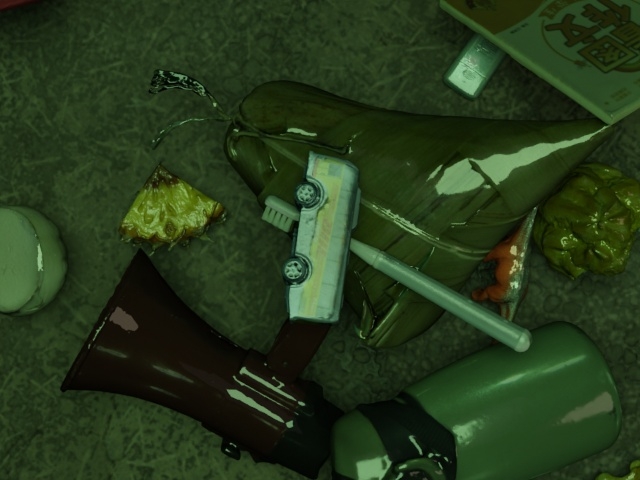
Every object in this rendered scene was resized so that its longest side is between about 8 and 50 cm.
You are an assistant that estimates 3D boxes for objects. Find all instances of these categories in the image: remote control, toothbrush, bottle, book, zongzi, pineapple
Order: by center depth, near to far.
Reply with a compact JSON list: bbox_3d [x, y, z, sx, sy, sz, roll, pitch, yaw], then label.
[{"bbox_3d":[0.084,0.037,1.680,0.342,0.025,0.030,27,113,10],"label":"toothbrush"},{"bbox_3d":[0.169,0.222,1.735,0.347,0.168,0.168,-20,87,-16],"label":"bottle"},{"bbox_3d":[0.065,-0.142,1.756,0.447,0.181,0.418,47,111,4],"label":"zongzi"},{"bbox_3d":[0.312,-0.257,1.760,0.208,0.020,0.295,-30,51,-23],"label":"book"},{"bbox_3d":[-0.187,-0.041,1.850,0.137,0.069,0.116,-10,81,-9],"label":"pineapple"},{"bbox_3d":[0.207,-0.238,1.871,0.053,0.018,0.124,34,88,1],"label":"remote control"}]

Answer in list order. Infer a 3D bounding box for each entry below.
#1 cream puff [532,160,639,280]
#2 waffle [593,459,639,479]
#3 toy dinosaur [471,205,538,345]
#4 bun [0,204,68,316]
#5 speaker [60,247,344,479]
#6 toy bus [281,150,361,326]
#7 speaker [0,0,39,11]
[{"bbox_3d":[0.329,-0.029,1.800,0.156,0.156,0.121,-40,107,-1],"label":"cream puff"},{"bbox_3d":[0.427,0.410,1.813,0.282,0.058,0.300,28,87,2],"label":"waffle"},{"bbox_3d":[0.229,0.017,1.814,0.055,0.101,0.279,0,96,-32],"label":"toy dinosaur"},{"bbox_3d":[-0.358,0.023,1.833,0.138,0.094,0.138,3,95,35],"label":"bun"},{"bbox_3d":[-0.110,0.126,1.781,0.330,0.198,0.259,23,99,-6],"label":"speaker"},{"bbox_3d":[0.000,0.000,1.650,0.075,0.064,0.190,9,81,2],"label":"toy bus"},{"bbox_3d":[-0.425,-0.407,1.768,0.294,0.294,0.294,0,87,1],"label":"speaker"}]
